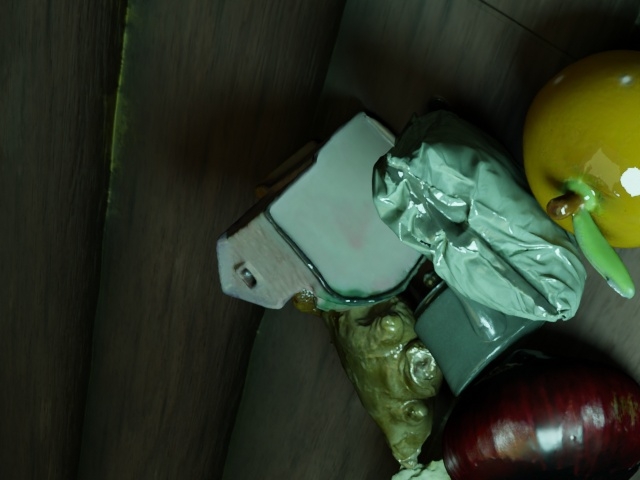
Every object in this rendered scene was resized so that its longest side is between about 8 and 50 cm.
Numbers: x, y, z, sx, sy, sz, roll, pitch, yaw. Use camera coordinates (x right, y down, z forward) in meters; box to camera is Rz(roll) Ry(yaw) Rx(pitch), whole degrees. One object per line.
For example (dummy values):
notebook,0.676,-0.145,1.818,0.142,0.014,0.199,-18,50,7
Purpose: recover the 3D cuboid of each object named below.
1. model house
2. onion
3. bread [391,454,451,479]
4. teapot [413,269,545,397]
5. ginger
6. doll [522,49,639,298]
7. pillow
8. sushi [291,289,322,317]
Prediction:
model house,0.000,0.000,1.698,0.202,0.237,0.237,46,147,-10
onion,0.286,0.273,1.622,0.273,0.285,0.273,-3,150,-2
bread,0.278,0.423,1.829,0.316,0.211,0.270,16,138,50
teapot,0.186,0.098,1.683,0.149,0.162,0.239,47,172,15
ginger,0.106,0.184,1.813,0.270,0.123,0.219,62,158,-11
doll,0.298,-0.078,1.339,0.213,0.236,0.213,22,135,24
pillow,0.189,-0.025,1.475,0.283,0.310,0.138,41,106,-1
sushi,-0.015,0.062,1.899,0.060,0.061,0.118,-5,127,7
